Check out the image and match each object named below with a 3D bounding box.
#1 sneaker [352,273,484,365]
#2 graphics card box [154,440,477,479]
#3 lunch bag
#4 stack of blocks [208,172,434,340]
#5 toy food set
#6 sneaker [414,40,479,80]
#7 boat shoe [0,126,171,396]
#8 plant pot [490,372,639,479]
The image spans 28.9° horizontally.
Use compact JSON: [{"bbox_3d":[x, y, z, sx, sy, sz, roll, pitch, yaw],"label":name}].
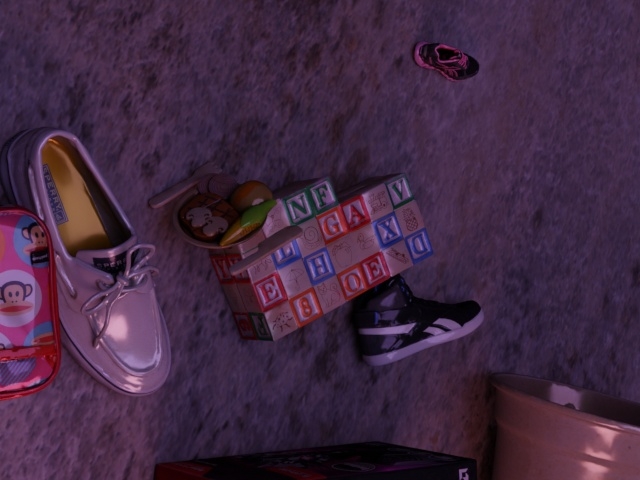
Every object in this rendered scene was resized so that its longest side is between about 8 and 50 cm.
[{"bbox_3d":[0.146,0.095,1.828,0.217,0.079,0.121,-20,101,-31],"label":"sneaker"},{"bbox_3d":[-0.005,0.332,1.630,0.371,0.233,0.094,2,87,-33],"label":"graphics card box"},{"bbox_3d":[-0.444,0.093,1.399,0.293,0.120,0.258,-6,99,-22],"label":"lunch bag"},{"bbox_3d":[0.000,0.000,1.730,0.297,0.087,0.171,-26,102,-31],"label":"stack of blocks"},{"bbox_3d":[-0.127,-0.042,1.595,0.132,0.192,0.038,-34,142,-28],"label":"toy food set"},{"bbox_3d":[0.202,-0.274,1.892,0.119,0.057,0.047,10,81,-34],"label":"sneaker"},{"bbox_3d":[-0.260,0.028,1.516,0.136,0.156,0.367,-27,103,-31],"label":"boat shoe"},{"bbox_3d":[0.383,0.389,1.858,0.334,0.334,0.305,12,92,-33],"label":"plant pot"}]
